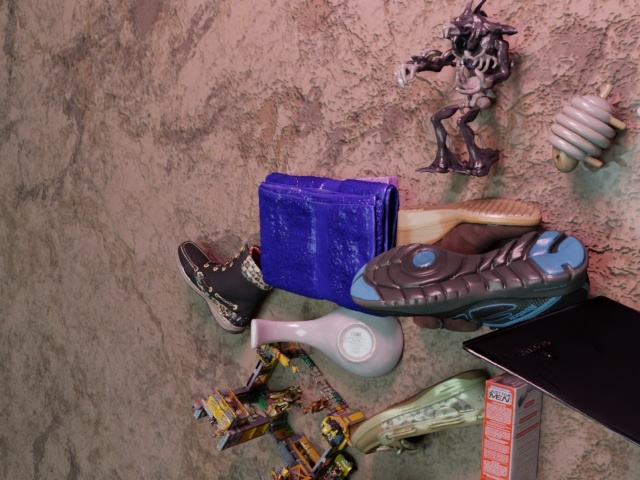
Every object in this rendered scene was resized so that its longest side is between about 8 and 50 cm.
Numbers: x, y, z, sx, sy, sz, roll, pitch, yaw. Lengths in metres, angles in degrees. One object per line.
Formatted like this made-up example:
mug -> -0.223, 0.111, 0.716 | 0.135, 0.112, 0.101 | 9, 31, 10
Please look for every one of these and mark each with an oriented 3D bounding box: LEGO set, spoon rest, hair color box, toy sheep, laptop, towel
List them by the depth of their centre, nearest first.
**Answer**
laptop -> 0.398, 0.264, 0.832 | 0.236, 0.382, 0.408 | -17, 83, 43
toy sheep -> 0.362, -0.152, 1.024 | 0.091, 0.091, 0.132 | 37, 104, 33
hair color box -> 0.288, 0.287, 1.130 | 0.053, 0.093, 0.167 | 10, 101, 41
towel -> 0.000, 0.000, 1.323 | 0.308, 0.076, 0.227 | 11, 103, 45
spoon rest -> 0.015, 0.173, 1.356 | 0.276, 0.084, 0.137 | 2, 91, 18
LEGO set -> -0.092, 0.337, 1.413 | 0.331, 0.192, 0.255 | 54, 126, 24

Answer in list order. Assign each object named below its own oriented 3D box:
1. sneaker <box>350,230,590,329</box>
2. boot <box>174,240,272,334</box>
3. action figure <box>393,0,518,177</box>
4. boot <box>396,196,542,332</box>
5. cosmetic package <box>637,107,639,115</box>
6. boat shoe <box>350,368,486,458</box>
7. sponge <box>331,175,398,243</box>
sneaker -> 0.212, 0.082, 1.083 | 0.341, 0.125, 0.139 | -4, 134, 21
boot -> -0.190, 0.054, 1.547 | 0.236, 0.085, 0.178 | 52, 123, 18
action figure -> 0.207, -0.235, 1.118 | 0.164, 0.141, 0.275 | 14, 106, 52
boot -> 0.238, 0.043, 1.178 | 0.248, 0.090, 0.207 | -1, 108, 38
cosmetic package -> 0.542, -0.178, 0.836 | 0.309, 0.113, 0.160 | -40, 69, 37
boat shoe -> 0.163, 0.305, 1.238 | 0.285, 0.104, 0.089 | -39, 66, 37
sponge -> 0.050, -0.054, 1.350 | 0.210, 0.031, 0.117 | 1, 96, 42
